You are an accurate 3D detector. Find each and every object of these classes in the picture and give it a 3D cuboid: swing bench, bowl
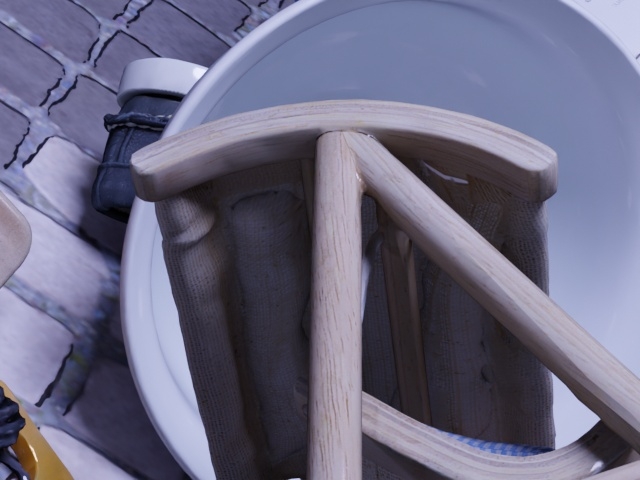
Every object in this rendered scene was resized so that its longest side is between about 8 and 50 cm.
[{"bbox_3d":[0.047,0.108,0.768,0.165,0.253,0.254,-16,46,-7],"label":"swing bench"},{"bbox_3d":[0.025,-0.002,0.990,0.298,0.298,0.134,24,5,-26],"label":"bowl"}]

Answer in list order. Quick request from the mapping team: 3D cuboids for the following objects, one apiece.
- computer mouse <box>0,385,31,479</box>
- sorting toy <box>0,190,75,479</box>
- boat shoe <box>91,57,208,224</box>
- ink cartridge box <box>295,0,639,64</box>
[{"bbox_3d":[-0.103,0.161,0.710,0.272,0.072,0.188,45,43,9],"label":"computer mouse"},{"bbox_3d":[-0.214,-0.024,0.840,0.347,0.047,0.196,49,30,-10],"label":"sorting toy"},{"bbox_3d":[0.000,0.000,1.121,0.302,0.114,0.091,25,72,-25],"label":"boat shoe"},{"bbox_3d":[0.138,-0.092,1.157,0.307,0.129,0.223,28,-30,46],"label":"ink cartridge box"}]
